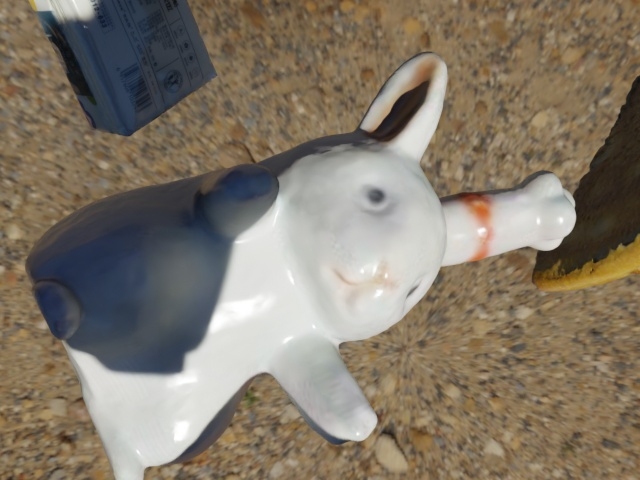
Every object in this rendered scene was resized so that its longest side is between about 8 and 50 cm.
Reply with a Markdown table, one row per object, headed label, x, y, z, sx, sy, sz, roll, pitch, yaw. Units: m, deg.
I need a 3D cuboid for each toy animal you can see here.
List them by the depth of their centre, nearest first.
| label | x | y | z | sx | sy | sz | roll | pitch | yaw |
| --- | --- | --- | --- | --- | --- | --- | --- | --- | --- |
| toy animal | -0.005 | 0.008 | 0.533 | 0.282 | 0.138 | 0.140 | -19 | 115 | 2 |

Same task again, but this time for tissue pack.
| label | x | y | z | sx | sy | sz | roll | pitch | yaw |
| --- | --- | --- | --- | --- | --- | --- | --- | --- | --- |
| tissue pack | -0.090 | -0.097 | 0.491 | 0.062 | 0.042 | 0.083 | -39 | 124 | -29 |

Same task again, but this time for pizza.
| label | x | y | z | sx | sy | sz | roll | pitch | yaw |
| --- | --- | --- | --- | --- | --- | --- | --- | --- | --- |
| pizza | 0.205 | -0.043 | 0.699 | 0.036 | 0.176 | 0.185 | 38 | 119 | -18 |
